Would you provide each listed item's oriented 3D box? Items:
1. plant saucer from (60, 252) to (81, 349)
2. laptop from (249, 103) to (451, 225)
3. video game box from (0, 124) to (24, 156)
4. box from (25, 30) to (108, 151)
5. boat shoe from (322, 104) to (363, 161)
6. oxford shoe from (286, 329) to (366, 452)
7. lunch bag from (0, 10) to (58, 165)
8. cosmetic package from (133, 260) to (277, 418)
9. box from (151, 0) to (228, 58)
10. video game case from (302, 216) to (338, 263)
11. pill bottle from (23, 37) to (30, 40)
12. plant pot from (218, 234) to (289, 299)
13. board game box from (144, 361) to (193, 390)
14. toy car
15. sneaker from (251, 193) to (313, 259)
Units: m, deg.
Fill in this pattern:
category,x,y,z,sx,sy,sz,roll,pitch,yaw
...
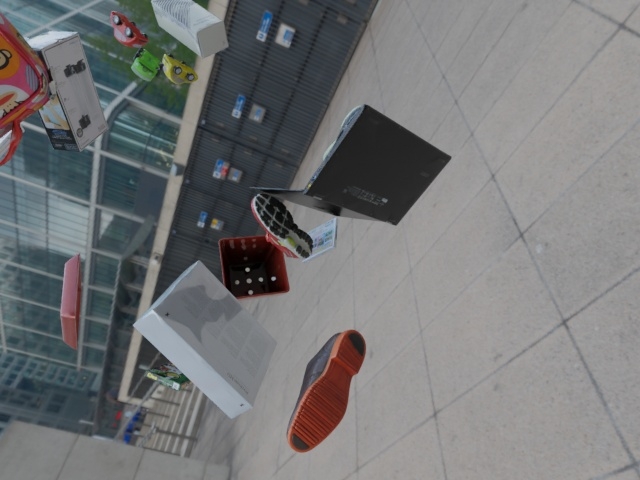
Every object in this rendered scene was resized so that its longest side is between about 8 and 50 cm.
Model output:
category,x,y,z,sx,sy,sz,roll,pitch,yaw
plant saucer,-0.873,0.217,1.451,0.259,0.048,0.258,-56,42,44
laptop,0.081,-0.194,1.202,0.408,0.382,0.236,-53,47,24
video game box,-1.357,-0.466,1.733,0.187,0.205,0.048,-43,-17,3
box,-0.728,-0.423,1.182,0.169,0.087,0.289,-79,-6,-49
boat shoe,0.088,-0.315,1.302,0.223,0.080,0.073,-53,30,21
oxford shoe,0.003,0.309,0.867,0.098,0.097,0.271,-24,22,49
lunch bag,-0.574,-0.226,0.621,0.293,0.258,0.120,-38,28,-5
cosmetic package,-0.310,0.276,1.208,0.097,0.377,0.284,-36,13,19
box,-0.438,-0.727,1.388,0.113,0.275,0.094,-39,-26,-24
video game case,0.000,0.000,1.541,0.157,0.019,0.143,-27,40,34
pill bottle,-0.983,-0.618,1.473,0.180,0.108,0.107,34,-108,-62
plant pot,-0.306,0.149,1.838,0.235,0.267,0.267,122,139,-63
board game box,-0.503,0.479,1.508,0.260,0.136,0.030,25,-95,-79
toy car,-0.416,-0.435,1.001,0.053,0.239,0.225,-44,33,21
sneaker,-0.141,-0.029,1.316,0.118,0.279,0.107,-6,44,40
